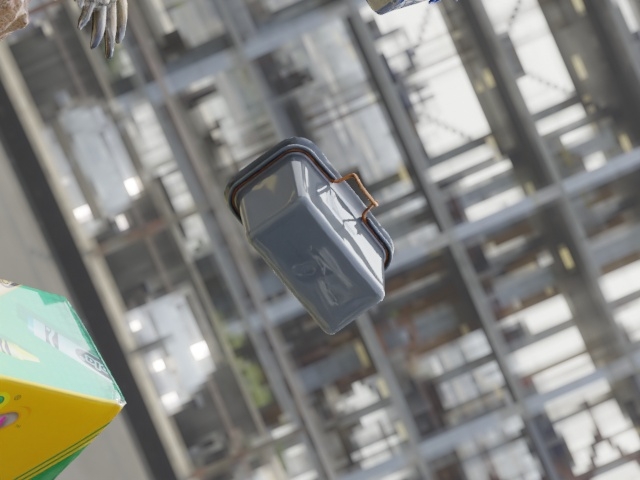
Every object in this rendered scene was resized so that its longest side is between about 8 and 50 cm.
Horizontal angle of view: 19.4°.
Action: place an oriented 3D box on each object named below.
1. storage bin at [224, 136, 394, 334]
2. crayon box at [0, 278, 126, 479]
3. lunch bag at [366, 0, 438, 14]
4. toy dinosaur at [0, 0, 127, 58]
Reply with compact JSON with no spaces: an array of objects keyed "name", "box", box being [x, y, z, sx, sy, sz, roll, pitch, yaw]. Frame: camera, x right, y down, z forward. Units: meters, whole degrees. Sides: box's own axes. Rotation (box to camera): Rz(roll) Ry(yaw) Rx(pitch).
[{"name":"storage bin","box":[0.000,0.000,1.415,0.135,0.098,0.091,51,11,-21]},{"name":"crayon box","box":[-0.247,0.082,0.889,0.278,0.165,0.081,21,29,-52]},{"name":"lunch bag","box":[0.049,-0.175,1.039,0.098,0.065,0.067,64,-14,-6]},{"name":"toy dinosaur","box":[-0.215,-0.162,1.173,0.296,0.200,0.127,-168,-116,-70]}]
